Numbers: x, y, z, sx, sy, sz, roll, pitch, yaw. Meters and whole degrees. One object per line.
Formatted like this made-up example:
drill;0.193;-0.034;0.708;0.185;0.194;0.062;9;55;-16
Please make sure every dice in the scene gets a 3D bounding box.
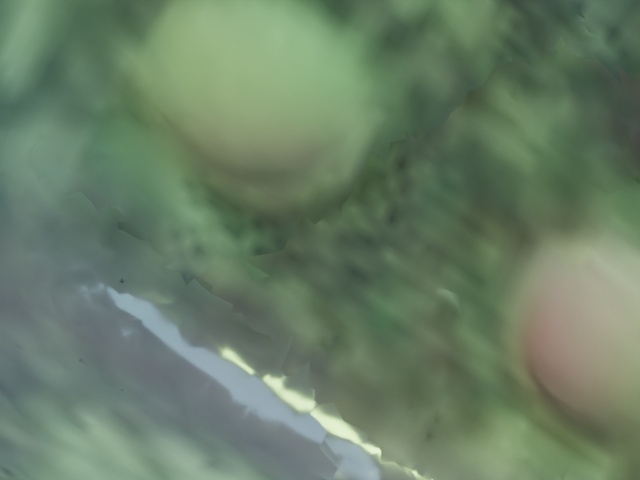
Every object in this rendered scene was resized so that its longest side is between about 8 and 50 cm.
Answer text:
dice;0.000;0.000;0.646;0.271;0.270;0.270;36;147;-8
